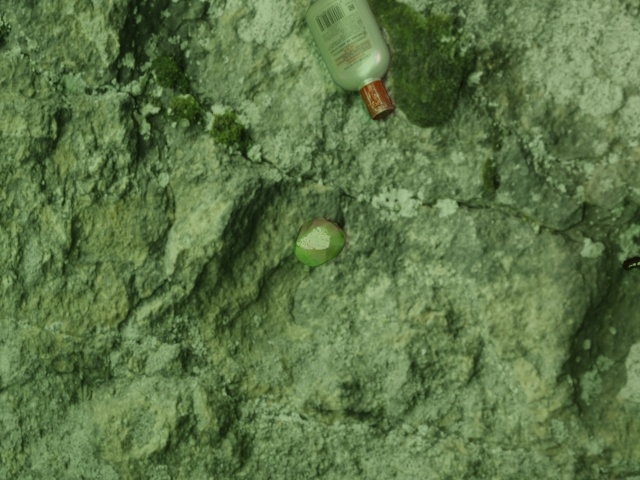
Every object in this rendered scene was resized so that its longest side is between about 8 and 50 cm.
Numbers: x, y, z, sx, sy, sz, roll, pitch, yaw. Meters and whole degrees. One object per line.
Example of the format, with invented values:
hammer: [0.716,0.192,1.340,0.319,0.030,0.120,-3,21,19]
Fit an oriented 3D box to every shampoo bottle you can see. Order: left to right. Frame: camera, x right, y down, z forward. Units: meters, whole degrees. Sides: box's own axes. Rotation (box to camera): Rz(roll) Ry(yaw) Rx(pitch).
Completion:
shampoo bottle: [0.058,-0.304,1.259,0.108,0.051,0.220,-26,83,20]

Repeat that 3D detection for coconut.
coconut: [0.000,0.000,1.283,0.082,0.081,0.083,13,132,11]

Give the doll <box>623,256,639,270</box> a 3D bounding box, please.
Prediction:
doll: [0.535,0.039,1.077,0.165,0.057,0.139,-38,76,10]
